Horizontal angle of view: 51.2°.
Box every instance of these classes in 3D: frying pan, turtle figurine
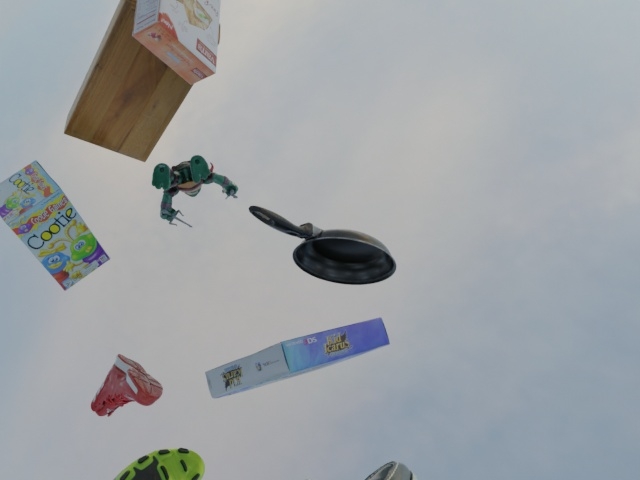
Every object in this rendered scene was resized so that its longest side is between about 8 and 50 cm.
[{"bbox_3d":[-0.011,0.011,1.242,0.197,0.326,0.053,-39,-144,55],"label":"frying pan"},{"bbox_3d":[-0.279,-0.115,1.432,0.175,0.234,0.118,-31,-99,-6],"label":"turtle figurine"}]

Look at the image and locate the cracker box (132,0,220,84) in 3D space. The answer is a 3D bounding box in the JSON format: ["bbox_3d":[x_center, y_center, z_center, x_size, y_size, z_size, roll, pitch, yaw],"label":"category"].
[{"bbox_3d":[-0.260,-0.431,1.241,0.067,0.156,0.232,-15,-120,27],"label":"cracker box"}]

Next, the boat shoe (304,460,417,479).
[{"bbox_3d":[0.003,0.342,0.818,0.099,0.319,0.116,57,-45,11],"label":"boat shoe"}]

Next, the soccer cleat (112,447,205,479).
[{"bbox_3d":[-0.323,0.437,1.103,0.093,0.289,0.121,50,-45,18],"label":"soccer cleat"}]

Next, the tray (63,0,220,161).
[{"bbox_3d":[-0.408,-0.355,1.496,0.411,0.203,0.076,-45,-142,39],"label":"tray"}]

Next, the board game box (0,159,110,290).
[{"bbox_3d":[-0.658,-0.031,1.628,0.142,0.275,0.144,-38,-125,-17],"label":"board game box"}]

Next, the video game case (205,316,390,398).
[{"bbox_3d":[-0.042,0.227,1.286,0.244,0.269,0.061,-30,-107,43],"label":"video game case"}]

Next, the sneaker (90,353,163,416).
[{"bbox_3d":[-0.413,0.335,1.416,0.128,0.087,0.221,-59,-154,-6],"label":"sneaker"}]
